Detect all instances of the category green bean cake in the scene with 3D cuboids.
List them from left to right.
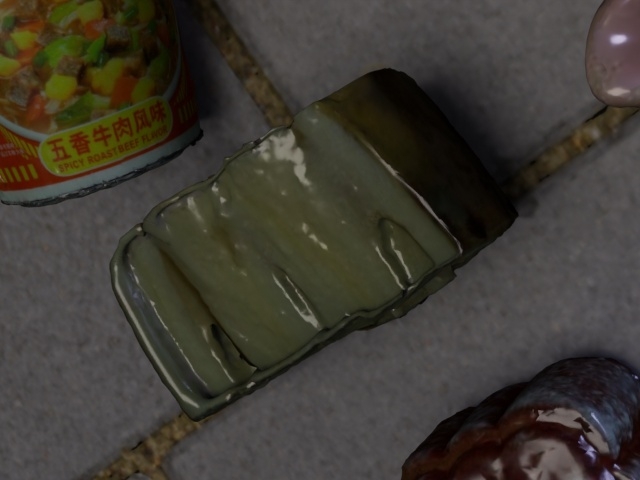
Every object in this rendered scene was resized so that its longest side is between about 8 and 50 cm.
[{"bbox_3d":[0.138,0.198,0.857,0.198,0.097,0.232,-29,91,32],"label":"green bean cake"}]

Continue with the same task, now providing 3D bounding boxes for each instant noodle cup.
[{"bbox_3d":[-0.158,-0.140,0.879,0.193,0.193,0.212,-8,109,30],"label":"instant noodle cup"}]

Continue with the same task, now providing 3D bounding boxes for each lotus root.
[{"bbox_3d":[0.000,0.000,0.850,0.235,0.138,0.119,-33,83,33],"label":"lotus root"}]

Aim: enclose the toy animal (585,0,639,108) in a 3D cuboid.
[{"bbox_3d":[0.186,-0.190,0.647,0.326,0.237,0.269,28,109,21],"label":"toy animal"}]
